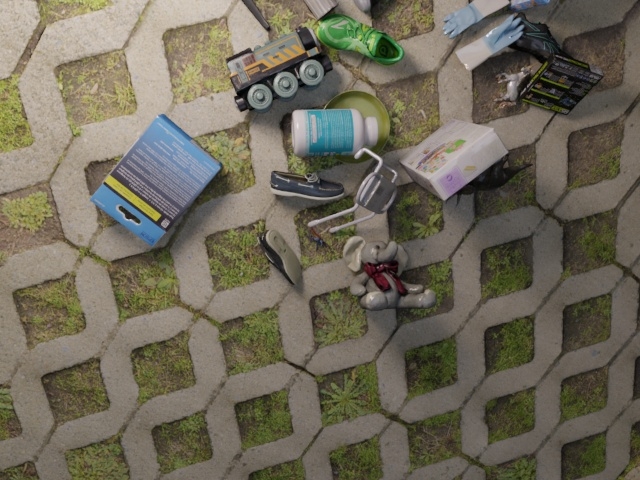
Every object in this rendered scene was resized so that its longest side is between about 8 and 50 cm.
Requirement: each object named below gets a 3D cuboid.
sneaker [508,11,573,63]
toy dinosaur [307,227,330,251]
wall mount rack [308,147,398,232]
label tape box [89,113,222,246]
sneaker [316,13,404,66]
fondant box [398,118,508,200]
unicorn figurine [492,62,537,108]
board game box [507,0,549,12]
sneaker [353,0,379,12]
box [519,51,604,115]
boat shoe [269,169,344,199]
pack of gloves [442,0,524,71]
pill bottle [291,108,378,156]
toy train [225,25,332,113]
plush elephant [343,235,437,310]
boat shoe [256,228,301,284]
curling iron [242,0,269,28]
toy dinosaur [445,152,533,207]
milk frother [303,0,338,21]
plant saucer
[{"bbox_3d":[0.731,-0.651,1.733,0.267,0.101,0.106,21,100,-14],"label":"sneaker"},{"bbox_3d":[0.000,0.000,1.862,0.082,0.047,0.090,8,95,-29],"label":"toy dinosaur"},{"bbox_3d":[0.121,-0.134,1.735,0.130,0.350,0.304,35,98,21],"label":"wall mount rack"},{"bbox_3d":[-0.521,-0.192,1.696,0.249,0.115,0.348,40,100,-16],"label":"label tape box"},{"bbox_3d":[0.133,-0.625,1.632,0.295,0.123,0.110,11,101,-21],"label":"sneaker"},{"bbox_3d":[0.408,-0.267,1.683,0.238,0.330,0.096,-38,108,5],"label":"fondant box"},{"bbox_3d":[0.648,-0.529,1.786,0.111,0.060,0.162,-1,123,-8],"label":"unicorn figurine"},{"bbox_3d":[0.677,-0.796,1.623,0.039,0.211,0.160,27,101,-13],"label":"board game box"},{"bbox_3d":[0.137,-0.848,1.596,0.153,0.101,0.269,-27,114,0],"label":"sneaker"},{"bbox_3d":[0.798,-0.517,1.757,0.190,0.045,0.184,13,148,-11],"label":"box"},{"bbox_3d":[-0.043,-0.192,1.772,0.254,0.095,0.079,6,117,0],"label":"boat shoe"},{"bbox_3d":[0.519,-0.687,1.683,0.232,0.046,0.195,-33,84,3],"label":"pack of gloves"},{"bbox_3d":[0.043,-0.341,1.668,0.263,0.146,0.146,-3,107,-6],"label":"pill bottle"},{"bbox_3d":[-0.133,-0.528,1.639,0.333,0.142,0.190,-25,99,0],"label":"toy train"},{"bbox_3d":[0.215,0.108,1.825,0.271,0.330,0.256,1,84,-21],"label":"plush elephant"},{"bbox_3d":[-0.141,0.061,1.853,0.079,0.084,0.233,-12,121,36],"label":"boat shoe"},{"bbox_3d":[-0.246,-0.759,1.593,0.035,0.068,0.274,-42,113,4],"label":"curling iron"},{"bbox_3d":[0.574,-0.233,1.846,0.313,0.121,0.161,-10,120,-9],"label":"toy dinosaur"},{"bbox_3d":[0.007,-0.759,1.587,0.143,0.129,0.135,-35,106,9],"label":"milk frother"},{"bbox_3d":[0.111,-0.378,1.763,0.240,0.037,0.241,-2,108,-7],"label":"plant saucer"}]
